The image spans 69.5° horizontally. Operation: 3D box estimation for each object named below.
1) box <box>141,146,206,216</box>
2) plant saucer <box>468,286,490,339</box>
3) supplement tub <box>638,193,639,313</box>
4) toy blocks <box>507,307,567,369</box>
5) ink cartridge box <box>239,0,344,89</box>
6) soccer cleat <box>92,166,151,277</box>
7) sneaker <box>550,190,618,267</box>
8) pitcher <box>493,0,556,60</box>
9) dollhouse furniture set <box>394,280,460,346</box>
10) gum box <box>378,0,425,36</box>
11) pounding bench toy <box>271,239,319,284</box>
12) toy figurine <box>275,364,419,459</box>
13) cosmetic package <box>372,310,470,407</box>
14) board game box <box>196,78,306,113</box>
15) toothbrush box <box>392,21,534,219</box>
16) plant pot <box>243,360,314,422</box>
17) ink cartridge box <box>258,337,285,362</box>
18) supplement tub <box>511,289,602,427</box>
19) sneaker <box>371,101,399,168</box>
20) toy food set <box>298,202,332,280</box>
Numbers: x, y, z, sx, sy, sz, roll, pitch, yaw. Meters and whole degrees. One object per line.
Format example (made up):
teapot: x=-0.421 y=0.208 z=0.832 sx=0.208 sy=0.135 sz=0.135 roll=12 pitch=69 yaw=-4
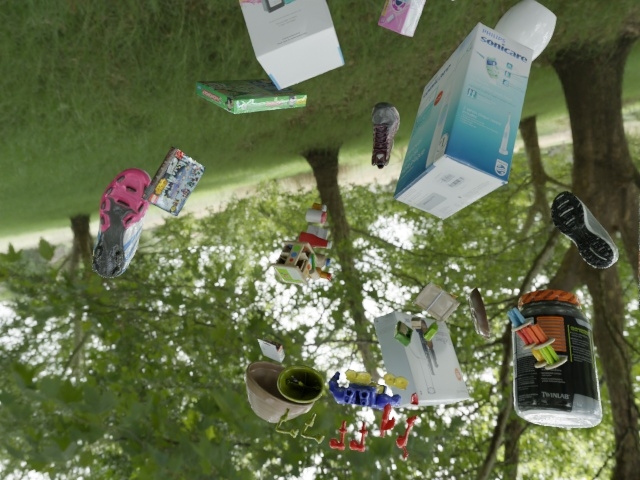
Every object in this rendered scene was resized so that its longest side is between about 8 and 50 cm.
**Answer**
box: x=-0.335 y=-0.133 z=1.061 sx=0.027 sy=0.137 sz=0.094 roll=27 pitch=176 yaw=37
plant saucer: x=0.586 y=0.272 z=1.719 sx=0.036 sy=0.199 sz=0.198 roll=-12 pitch=-174 yaw=9
supplement tub: x=0.631 y=0.041 z=0.747 sx=0.193 sy=0.316 sz=0.193 roll=15 pitch=155 yaw=7
toy blocks: x=0.510 y=0.229 z=1.107 sx=0.054 sy=0.148 sz=0.123 roll=-29 pitch=166 yaw=-1
ink cartridge box: x=-0.081 y=-0.573 z=1.168 sx=0.197 sy=0.270 sz=0.198 roll=-18 pitch=172 yaw=9
soccer cleat: x=-0.537 y=-0.057 z=1.252 sx=0.116 sy=0.331 sz=0.143 roll=22 pitch=-161 yaw=-14
sneaker: x=0.819 y=-0.034 z=1.436 sx=0.108 sy=0.272 sz=0.100 roll=-1 pitch=148 yaw=-41
pitcher: x=0.477 y=-0.467 z=1.137 sx=0.177 sy=0.125 sz=0.207 roll=-9 pitch=141 yaw=-52
dollhouse furniture set: x=0.212 y=0.147 z=0.938 sx=0.152 sy=0.076 sz=0.058 roll=-56 pitch=178 yaw=22
gum box: x=0.264 y=-0.748 z=1.429 sx=0.062 sy=0.188 sz=0.107 roll=-8 pitch=-141 yaw=-40
pounding bench toy: x=-0.030 y=0.037 z=0.818 sx=0.083 sy=0.052 sz=0.065 roll=5 pitch=-127 yaw=28
toy figurine: x=0.083 y=0.437 z=1.228 sx=0.362 sy=0.191 sz=0.217 roll=1 pitch=167 yaw=17
cosmetic package: x=0.347 y=0.404 z=1.557 sx=0.097 sy=0.284 sz=0.377 roll=-28 pitch=150 yaw=32
board game box: x=-0.234 y=-0.506 z=1.597 sx=0.213 sy=0.046 sz=0.317 roll=34 pitch=-143 yaw=32
toothbrush box: x=0.272 y=-0.220 z=0.895 sx=0.126 sy=0.296 sz=0.216 roll=23 pitch=162 yaw=-8
plant pot: x=-0.144 y=0.490 z=1.451 sx=0.237 sy=0.110 sz=0.237 roll=26 pitch=-172 yaw=-4
ink cartridge box: x=-0.146 y=0.320 z=1.380 sx=0.062 sy=0.115 sz=0.029 roll=18 pitch=-125 yaw=19
supplement tub: x=0.640 y=0.321 z=1.272 sx=0.207 sy=0.338 sz=0.207 roll=9 pitch=152 yaw=5
sneaker: x=0.243 y=-0.380 z=1.771 sx=0.106 sy=0.163 sz=0.281 roll=5 pitch=151 yaw=12
toy food set: x=0.000 y=0.000 z=1.388 sx=0.104 sy=0.232 sz=0.111 roll=12 pitch=170 yaw=12
